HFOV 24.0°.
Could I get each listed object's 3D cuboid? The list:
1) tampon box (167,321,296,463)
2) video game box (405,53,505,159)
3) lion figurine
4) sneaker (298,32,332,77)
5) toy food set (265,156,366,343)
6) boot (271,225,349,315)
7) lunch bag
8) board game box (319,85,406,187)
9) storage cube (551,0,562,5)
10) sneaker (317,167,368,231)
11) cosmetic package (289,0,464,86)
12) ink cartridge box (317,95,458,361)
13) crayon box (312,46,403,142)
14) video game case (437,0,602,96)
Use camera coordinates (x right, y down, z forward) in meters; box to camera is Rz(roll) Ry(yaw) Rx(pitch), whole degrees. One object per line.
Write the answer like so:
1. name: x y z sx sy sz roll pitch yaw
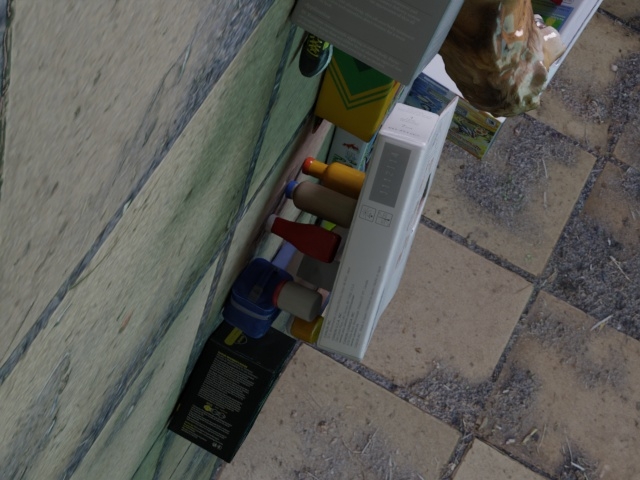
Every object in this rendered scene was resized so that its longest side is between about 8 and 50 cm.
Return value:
1. tampon box: -0.122 0.198 2.083 0.161 0.101 0.120 -63 176 23
2. video game box: 0.191 -0.222 2.350 0.048 0.205 0.187 -56 174 -12
3. lion figurine: 0.167 -0.277 1.411 0.392 0.142 0.240 83 -6 -75
4. sneaker: -0.002 -0.195 1.429 0.083 0.031 0.035 -66 161 12
5. toy food set: -0.019 0.008 1.946 0.232 0.104 0.111 -68 162 4
6. boot: 0.000 0.000 2.280 0.082 0.106 0.219 111 5 -68
7. lunch bag: -0.078 0.070 1.983 0.098 0.067 0.065 -56 174 -47
8. board game box: 0.081 -0.197 2.206 0.193 0.053 0.305 -58 175 -20
9. storage cube: 0.326 -0.491 2.228 0.183 0.193 0.215 -60 177 -7
10. sneaker: 0.052 -0.068 2.636 0.275 0.107 0.110 -57 -163 19
11. cosmetic package: 0.083 -0.266 1.273 0.238 0.127 0.107 -61 175 27
12. ink cartridge box: 0.086 -0.030 1.918 0.261 0.066 0.296 -56 163 -67
13. crayon box: 0.084 -0.248 1.718 0.202 0.081 0.318 -60 176 -21
14. video game case: 0.317 -0.369 2.413 0.300 0.036 0.329 -56 -148 -1
